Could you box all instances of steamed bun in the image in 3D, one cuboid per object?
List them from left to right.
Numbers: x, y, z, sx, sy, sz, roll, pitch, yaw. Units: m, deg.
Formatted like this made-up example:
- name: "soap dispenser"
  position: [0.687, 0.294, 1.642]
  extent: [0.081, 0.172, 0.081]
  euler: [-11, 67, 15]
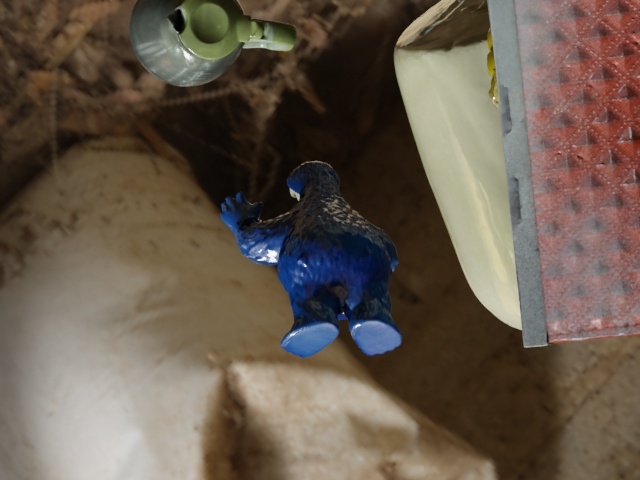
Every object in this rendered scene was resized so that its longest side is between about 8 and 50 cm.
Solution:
- name: "steamed bun"
  position: [0.284, -0.138, 1.488]
  extent: [0.456, 0.290, 0.371]
  euler: [-26, 101, -30]

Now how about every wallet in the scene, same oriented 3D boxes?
- name: "wallet"
  position: [0.126, -0.057, 0.625]
  extent: [0.020, 0.103, 0.196]
  euler: [-9, 92, -79]

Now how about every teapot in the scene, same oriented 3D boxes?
- name: "teapot"
  position: [-0.086, -0.178, 1.206]
  extent: [0.124, 0.091, 0.092]
  euler: [-25, 103, -19]

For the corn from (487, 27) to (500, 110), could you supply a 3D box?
- name: "corn"
  position: [0.157, -0.179, 0.738]
  extent: [0.119, 0.119, 0.321]
  euler: [45, 51, -50]

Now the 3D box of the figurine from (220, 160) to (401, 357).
- name: "figurine"
  position: [0.008, 0.004, 1.585]
  extent: [0.164, 0.262, 0.120]
  euler: [-6, 139, -25]
